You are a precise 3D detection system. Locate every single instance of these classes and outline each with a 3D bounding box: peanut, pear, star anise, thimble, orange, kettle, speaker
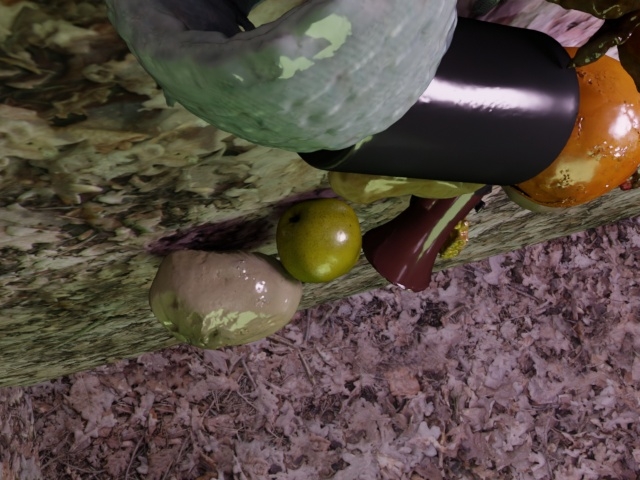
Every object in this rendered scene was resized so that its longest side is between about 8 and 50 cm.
[{"bbox_3d":[0.161,-0.131,0.928,0.306,0.146,0.147,-7,164,-21],"label":"peanut"},{"bbox_3d":[0.000,0.001,1.160,0.198,0.198,0.198,-15,166,-4],"label":"pear"},{"bbox_3d":[0.352,-0.272,0.572,0.212,0.196,0.111,28,178,-28],"label":"star anise"},{"bbox_3d":[-0.027,-0.178,0.385,0.250,0.204,0.172,-14,166,13],"label":"thimble"},{"bbox_3d":[0.358,-0.167,0.793,0.240,0.239,0.240,-15,166,-4],"label":"orange"},{"bbox_3d":[0.110,-0.185,0.648,0.308,0.262,0.203,-3,126,-33],"label":"kettle"},{"bbox_3d":[0.208,-0.080,1.153,0.329,0.259,0.198,-63,-177,33],"label":"speaker"}]

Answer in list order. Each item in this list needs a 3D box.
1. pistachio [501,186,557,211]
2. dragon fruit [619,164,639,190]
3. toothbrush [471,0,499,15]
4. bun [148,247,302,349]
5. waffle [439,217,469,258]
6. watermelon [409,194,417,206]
[{"bbox_3d":[0.482,-0.145,1.188,0.197,0.166,0.288,4,179,25],"label":"pistachio"},{"bbox_3d":[0.612,-0.217,0.997,0.147,0.211,0.282,-20,-167,41],"label":"dragon fruit"},{"bbox_3d":[0.242,-0.313,0.556,0.019,0.016,0.219,3,159,-31],"label":"toothbrush"},{"bbox_3d":[-0.207,0.135,1.240,0.326,0.234,0.362,-3,170,31],"label":"bun"},{"bbox_3d":[0.341,-0.055,1.386,0.055,0.160,0.211,-6,162,0],"label":"waffle"},{"bbox_3d":[0.268,-0.088,1.297,0.109,0.108,0.109,-15,166,-4],"label":"watermelon"}]
